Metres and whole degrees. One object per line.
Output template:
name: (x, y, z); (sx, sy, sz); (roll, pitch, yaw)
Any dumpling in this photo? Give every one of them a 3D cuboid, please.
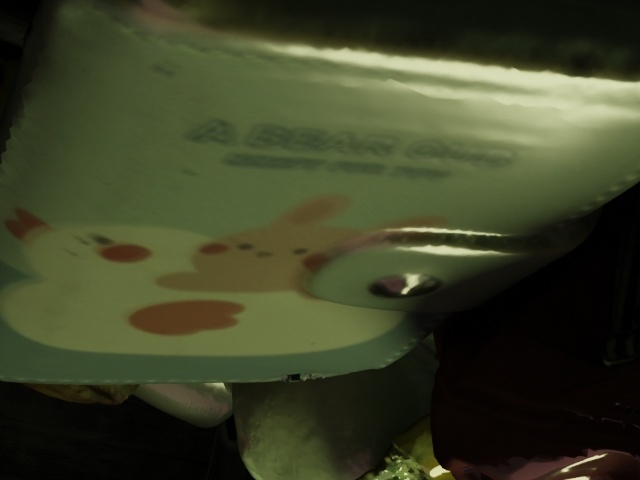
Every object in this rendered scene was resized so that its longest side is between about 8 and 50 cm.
dumpling: (0.018, 0.095, 1.168); (0.211, 0.321, 0.270); (-4, -133, -41)

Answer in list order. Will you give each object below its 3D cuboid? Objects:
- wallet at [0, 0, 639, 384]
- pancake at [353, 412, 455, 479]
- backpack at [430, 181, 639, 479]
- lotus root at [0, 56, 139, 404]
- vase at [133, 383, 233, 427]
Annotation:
wallet: (-0.012, -0.019, 0.592); (0.252, 0.083, 0.360); (3, 158, -21)
pancake: (0.206, 0.150, 1.087); (0.426, 0.305, 0.067); (11, -140, -51)
backpack: (0.181, 0.071, 0.724); (0.283, 0.197, 0.317); (12, -177, 16)
lotus root: (-0.191, -0.010, 0.877); (0.142, 0.210, 0.314); (-1, 157, 8)
vase: (-0.238, 0.094, 1.714); (0.321, 0.173, 0.173); (24, 167, -28)
